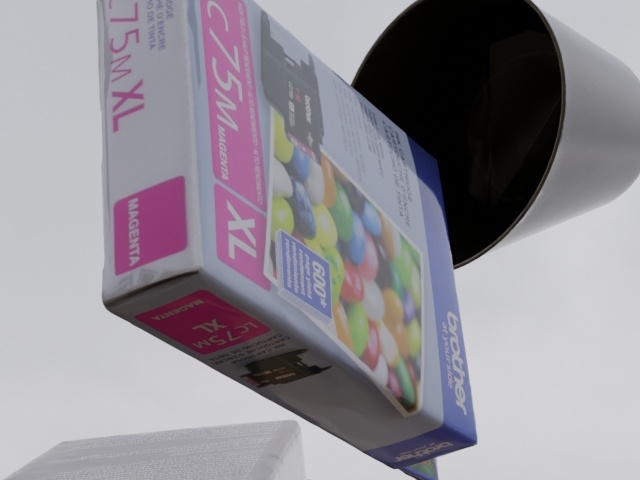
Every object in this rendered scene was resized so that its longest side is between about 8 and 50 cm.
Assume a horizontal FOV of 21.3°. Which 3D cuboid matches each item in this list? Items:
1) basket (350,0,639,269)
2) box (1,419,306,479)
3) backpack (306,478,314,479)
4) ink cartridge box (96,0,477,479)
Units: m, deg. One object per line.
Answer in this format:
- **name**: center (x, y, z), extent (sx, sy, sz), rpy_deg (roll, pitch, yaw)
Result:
- **basket**: center (0.138, -0.080, 1.206), extent (0.154, 0.204, 0.227), rpy_deg (36, 21, 24)
- **box**: center (-0.109, 0.208, 1.074), extent (0.191, 0.143, 0.381), rpy_deg (-6, -1, 4)
- **backpack**: center (-0.050, 0.338, 1.368), extent (0.225, 0.253, 0.191), rpy_deg (-40, -43, 19)
- **ink cartridge box**: center (0.000, 0.000, 0.881), extent (0.065, 0.186, 0.311), rpy_deg (-19, -32, 23)
